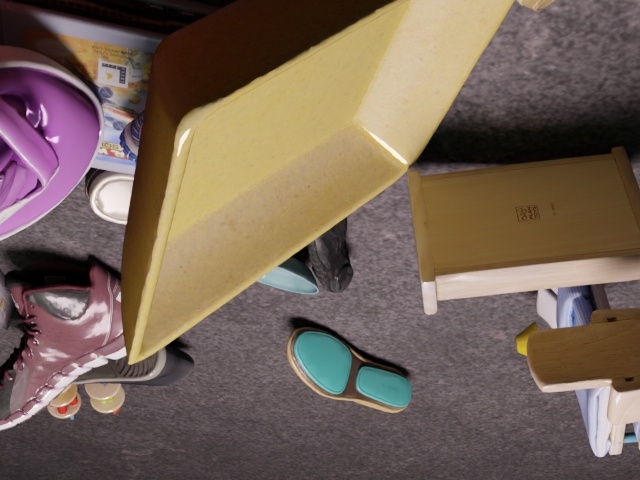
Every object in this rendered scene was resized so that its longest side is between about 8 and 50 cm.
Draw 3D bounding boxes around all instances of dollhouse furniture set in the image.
[{"bbox_3d":[0.202,0.110,0.908,0.198,0.286,0.303,-7,137,5],"label":"dollhouse furniture set"}]

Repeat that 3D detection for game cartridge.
[{"bbox_3d":[-0.171,-0.131,0.812,0.297,0.062,0.198,10,145,-9],"label":"game cartridge"}]

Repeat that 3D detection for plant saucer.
[{"bbox_3d":[-0.014,-0.089,0.688,0.081,0.333,0.332,48,149,12],"label":"plant saucer"},{"bbox_3d":[-0.055,0.029,1.061,0.119,0.021,0.119,18,166,5],"label":"plant saucer"}]

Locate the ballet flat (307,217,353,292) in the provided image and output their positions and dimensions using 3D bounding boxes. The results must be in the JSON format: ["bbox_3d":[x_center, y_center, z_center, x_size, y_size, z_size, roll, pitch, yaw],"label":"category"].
[{"bbox_3d":[0.000,0.000,1.005,0.049,0.057,0.173,29,153,25],"label":"ballet flat"}]

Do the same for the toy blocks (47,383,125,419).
[{"bbox_3d":[-0.356,0.239,1.454,0.123,0.054,0.148,7,149,-2],"label":"toy blocks"}]

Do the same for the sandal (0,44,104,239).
[{"bbox_3d":[-0.255,-0.041,0.614,0.102,0.169,0.416,33,-166,16],"label":"sandal"}]

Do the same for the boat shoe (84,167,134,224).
[{"bbox_3d":[-0.140,-0.041,0.965,0.206,0.065,0.075,15,113,-36],"label":"boat shoe"}]

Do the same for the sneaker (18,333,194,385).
[{"bbox_3d":[-0.288,0.163,1.293,0.222,0.083,0.118,5,166,20],"label":"sneaker"}]

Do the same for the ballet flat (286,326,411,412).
[{"bbox_3d":[0.024,0.180,1.283,0.232,0.080,0.073,32,155,-35],"label":"ballet flat"}]

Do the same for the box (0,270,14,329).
[{"bbox_3d":[-0.483,0.029,1.119,0.183,0.056,0.231,2,149,5],"label":"box"}]

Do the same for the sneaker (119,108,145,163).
[{"bbox_3d":[-0.095,-0.074,0.799,0.135,0.052,0.058,18,140,-24],"label":"sneaker"}]

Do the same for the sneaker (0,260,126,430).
[{"bbox_3d":[-0.352,0.109,1.162,0.281,0.106,0.162,-33,128,7],"label":"sneaker"}]

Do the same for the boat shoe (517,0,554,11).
[{"bbox_3d":[0.198,-0.192,0.639,0.153,0.048,0.056,-31,178,37],"label":"boat shoe"}]
